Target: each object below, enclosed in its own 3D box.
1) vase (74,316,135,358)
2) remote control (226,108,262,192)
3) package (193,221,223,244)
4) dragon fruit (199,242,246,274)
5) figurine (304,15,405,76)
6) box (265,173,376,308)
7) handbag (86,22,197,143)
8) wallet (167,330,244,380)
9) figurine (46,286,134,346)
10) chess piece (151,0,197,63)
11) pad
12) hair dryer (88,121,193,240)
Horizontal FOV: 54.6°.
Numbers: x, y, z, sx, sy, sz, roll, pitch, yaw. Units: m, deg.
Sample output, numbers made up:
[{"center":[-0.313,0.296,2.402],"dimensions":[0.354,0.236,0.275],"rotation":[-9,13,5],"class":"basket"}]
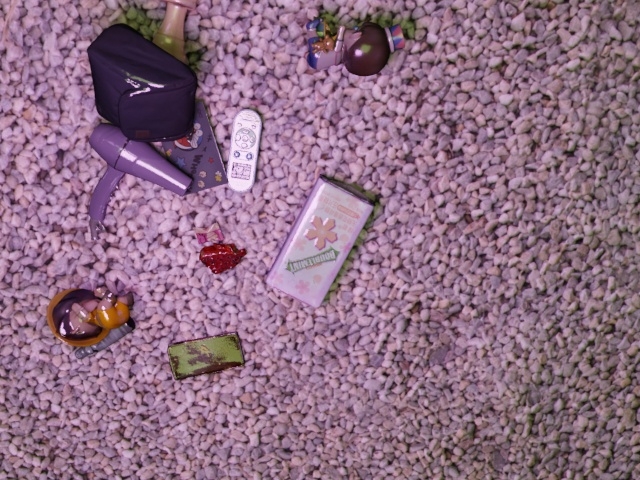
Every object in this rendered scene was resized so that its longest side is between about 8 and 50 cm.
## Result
[{"center":[-0.676,0.306,1.928],"dimensions":[0.211,0.060,0.060],"rotation":[-32,102,7],"class":"vase"},{"center":[-0.223,-0.260,1.807],"dimensions":[0.087,0.047,0.245],"rotation":[8,103,-6],"class":"remote control"},{"center":[-0.340,-0.020,1.871],"dimensions":[0.083,0.029,0.059],"rotation":[-11,111,13],"class":"package"},{"center":[-0.296,0.036,1.883],"dimensions":[0.131,0.063,0.097],"rotation":[-24,135,5],"class":"dragon fruit"},{"center":[0.092,-0.534,1.698],"dimensions":[0.275,0.161,0.158],"rotation":[5,67,-4],"class":"figurine"},{"center":[0.000,0.000,1.840],"dimensions":[0.190,0.112,0.370],"rotation":[25,102,-8],"class":"box"},{"center":[-0.469,-0.373,1.632],"dimensions":[0.275,0.302,0.178],"rotation":[36,63,1],"class":"handbag"},{"center":[-0.363,0.363,1.962],"dimensions":[0.232,0.031,0.122],"rotation":[-11,99,0],"class":"wallet"},{"center":[-0.679,0.225,1.827],"dimensions":[0.256,0.192,0.167],"rotation":[-5,102,34],"class":"figurine"},{"center":[-0.383,-0.660,1.675],"dimensions":[0.117,0.117,0.397],"rotation":[15,102,-4],"class":"chess piece"},{"center":[-0.376,-0.264,1.803],"dimensions":[0.170,0.006,0.246],"rotation":[-13,101,15],"class":"pad"},{"center":[-0.576,-0.136,1.816],"dimensions":[0.301,0.121,0.361],"rotation":[32,111,-10],"class":"hair dryer"}]
